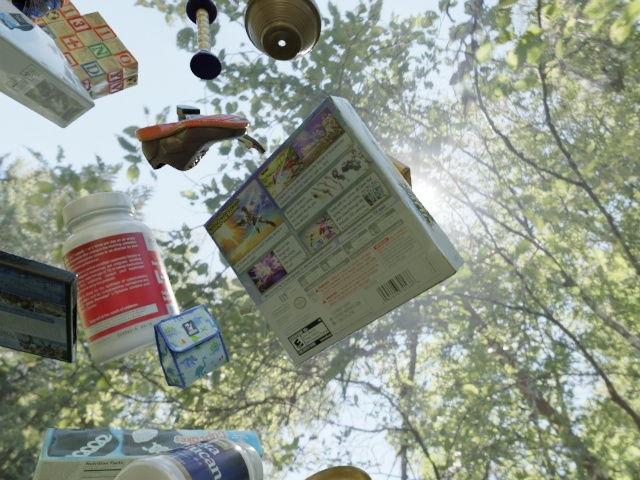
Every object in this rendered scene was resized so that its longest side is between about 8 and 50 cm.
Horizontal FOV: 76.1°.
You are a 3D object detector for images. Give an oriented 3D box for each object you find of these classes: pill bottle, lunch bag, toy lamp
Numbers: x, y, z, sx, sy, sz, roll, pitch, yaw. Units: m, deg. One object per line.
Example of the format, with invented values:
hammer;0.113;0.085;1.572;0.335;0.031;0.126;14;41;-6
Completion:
pill bottle;-0.128;0.263;0.430;0.094;0.094;0.169;-4;-17;19
lunch bag;-0.296;0.236;0.930;0.096;0.128;0.151;-15;-86;42
pill bottle;-0.534;0.092;1.085;0.228;0.229;0.408;-26;-99;29
toy lamp;-0.282;-0.503;0.975;0.080;0.275;0.080;-8;-31;-5

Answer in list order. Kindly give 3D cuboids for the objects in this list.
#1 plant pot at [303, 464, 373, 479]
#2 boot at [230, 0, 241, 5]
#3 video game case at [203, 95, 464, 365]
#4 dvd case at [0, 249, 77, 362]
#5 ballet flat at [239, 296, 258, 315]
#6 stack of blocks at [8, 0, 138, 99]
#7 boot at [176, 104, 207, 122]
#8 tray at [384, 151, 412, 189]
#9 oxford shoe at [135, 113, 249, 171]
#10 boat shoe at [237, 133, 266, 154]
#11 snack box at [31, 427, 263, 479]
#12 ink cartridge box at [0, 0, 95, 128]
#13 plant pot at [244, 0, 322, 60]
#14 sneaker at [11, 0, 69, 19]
plant pot;0.009;0.560;0.834;0.236;0.236;0.033;-20;-84;27
boot;-0.282;-0.823;1.217;0.075;0.208;0.190;4;-69;7
video game case;0.000;0.000;0.538;0.269;0.061;0.244;-38;-95;30
dvd case;-0.444;0.095;0.584;0.180;0.022;0.253;20;-46;-15
ballet flat;-0.177;0.176;1.248;0.052;0.168;0.057;39;-11;35
stack of blocks;-0.620;-0.503;1.020;0.297;0.171;0.087;51;-32;1
boot;-0.346;-0.303;1.144;0.219;0.082;0.106;42;-51;45
tray;0.235;-0.152;1.458;0.202;0.076;0.411;40;-13;32
oxford shoe;-0.248;-0.194;0.818;0.271;0.097;0.099;1;-70;31
boat shoe;-0.245;-0.330;1.372;0.137;0.043;0.049;37;-11;-9
snack box;-0.271;0.391;0.644;0.321;0.060;0.187;16;-76;-29
ink cartridge box;-0.429;-0.294;0.455;0.066;0.296;0.261;-37;-100;-1
plant pot;-0.113;-0.627;1.230;0.237;0.110;0.237;-1;-29;0
sneaker;-0.450;-0.404;0.563;0.083;0.087;0.221;25;-16;20
